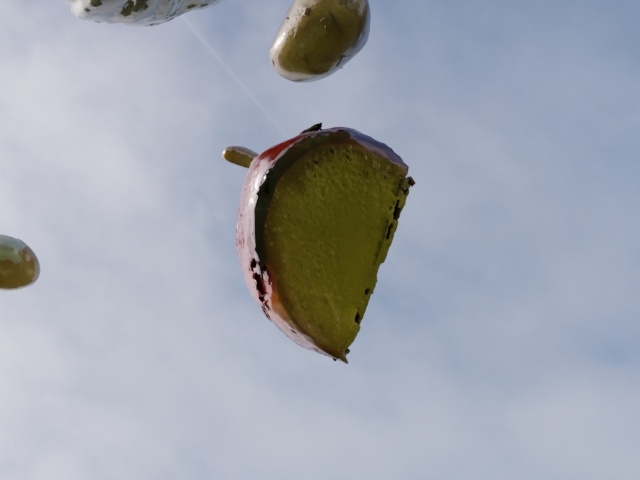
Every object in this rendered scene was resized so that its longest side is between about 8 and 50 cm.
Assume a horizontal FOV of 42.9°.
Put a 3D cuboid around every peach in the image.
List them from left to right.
[{"bbox_3d":[-0.001,-0.001,0.607,0.127,0.092,0.172,-5,-82,-22],"label":"peach"}]

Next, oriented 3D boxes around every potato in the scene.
[{"bbox_3d":[0.004,-0.309,1.205,0.137,0.137,0.176,21,-72,-25],"label":"potato"}]

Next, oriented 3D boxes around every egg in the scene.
[{"bbox_3d":[-0.395,0.029,1.025,0.083,0.071,0.071,14,-59,-16],"label":"egg"}]

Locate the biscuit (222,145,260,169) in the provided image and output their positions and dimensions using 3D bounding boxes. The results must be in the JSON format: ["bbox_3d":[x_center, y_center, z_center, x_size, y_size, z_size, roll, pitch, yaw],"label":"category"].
[{"bbox_3d":[-0.077,-0.126,1.604,0.164,0.208,0.047,18,-79,-49],"label":"biscuit"}]

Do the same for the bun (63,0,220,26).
[{"bbox_3d":[-0.191,-0.368,0.829,0.359,0.211,0.360,-1,-32,-1],"label":"bun"}]
